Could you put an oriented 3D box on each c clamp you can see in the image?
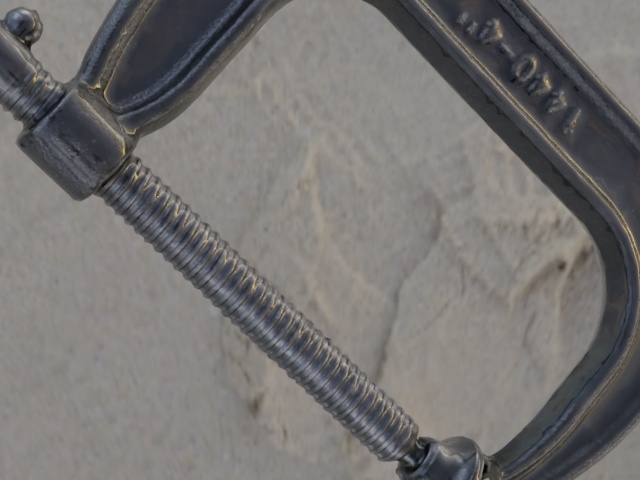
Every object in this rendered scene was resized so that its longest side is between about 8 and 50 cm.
[{"bbox_3d":[0.000,0.000,0.336,0.161,0.022,0.137,39,74,-16],"label":"c clamp"}]
